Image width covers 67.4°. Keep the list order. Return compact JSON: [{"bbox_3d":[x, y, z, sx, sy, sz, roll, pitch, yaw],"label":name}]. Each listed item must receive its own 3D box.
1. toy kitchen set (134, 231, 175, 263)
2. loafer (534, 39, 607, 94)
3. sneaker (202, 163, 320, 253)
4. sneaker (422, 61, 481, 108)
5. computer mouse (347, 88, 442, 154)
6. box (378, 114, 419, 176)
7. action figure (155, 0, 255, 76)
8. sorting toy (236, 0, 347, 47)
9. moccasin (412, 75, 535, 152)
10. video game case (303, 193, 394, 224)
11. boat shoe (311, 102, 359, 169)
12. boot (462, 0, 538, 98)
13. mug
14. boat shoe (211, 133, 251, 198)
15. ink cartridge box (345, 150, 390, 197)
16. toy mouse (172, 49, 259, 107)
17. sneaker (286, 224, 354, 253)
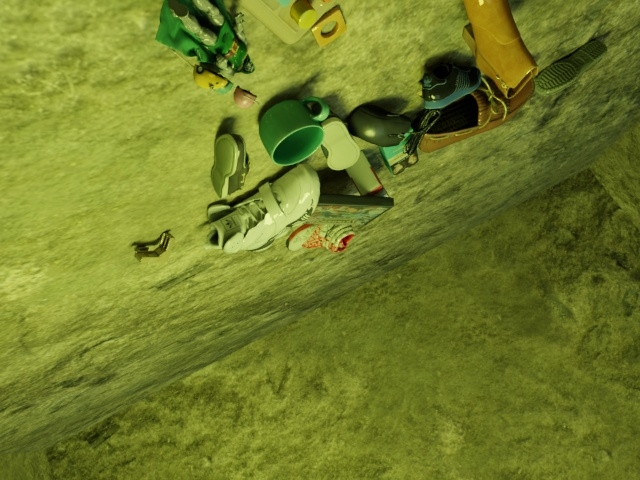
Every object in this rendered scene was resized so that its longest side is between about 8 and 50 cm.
[{"bbox_3d":[-0.446,0.011,1.264,0.083,0.068,0.075,0,118,-56],"label":"toy kitchen set"},{"bbox_3d":[0.815,-0.546,1.571,0.251,0.094,0.087,-31,158,4],"label":"loafer"},{"bbox_3d":[-0.166,-0.071,1.294,0.210,0.138,0.365,-12,159,-48],"label":"sneaker"},{"bbox_3d":[0.340,-0.418,1.229,0.232,0.081,0.091,-38,130,-33],"label":"sneaker"},{"bbox_3d":[0.208,-0.314,1.251,0.261,0.060,0.184,9,127,-37],"label":"computer mouse"},{"bbox_3d":[0.235,-0.281,1.462,0.100,0.060,0.244,-32,161,7],"label":"box"},{"bbox_3d":[-0.158,-0.318,0.747,0.137,0.063,0.232,-66,165,1],"label":"action figure"},{"bbox_3d":[-0.021,-0.408,0.765,0.196,0.047,0.347,-36,161,20],"label":"sorting toy"},{"bbox_3d":[0.449,-0.389,1.404,0.379,0.139,0.147,-20,171,2],"label":"moccasin"},{"bbox_3d":[0.052,-0.091,1.478,0.274,0.035,0.248,2,168,-15],"label":"video game case"},{"bbox_3d":[0.031,-0.254,1.201,0.095,0.079,0.254,-28,159,11],"label":"boat shoe"},{"bbox_3d":[0.392,-0.447,1.017,0.104,0.211,0.295,-31,162,2],"label":"boot"},{"bbox_3d":[-0.058,-0.249,1.052,0.157,0.098,0.129,-29,161,-4],"label":"mug"},{"bbox_3d":[-0.197,-0.173,1.084,0.068,0.081,0.228,-23,168,-26],"label":"boat shoe"},{"bbox_3d":[0.146,-0.180,1.489,0.072,0.128,0.175,-31,162,10],"label":"ink cartridge box"},{"bbox_3d":[-0.161,-0.262,0.832,0.031,0.160,0.143,-61,169,13],"label":"toy mouse"},{"bbox_3d":[0.000,0.000,1.720,0.270,0.145,0.090,-37,160,24],"label":"sneaker"}]
